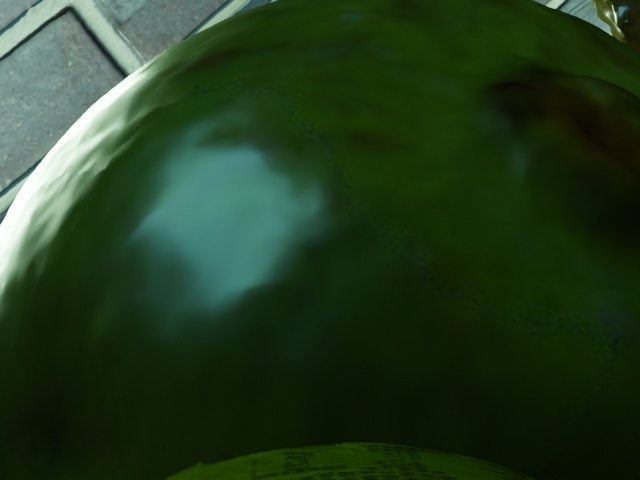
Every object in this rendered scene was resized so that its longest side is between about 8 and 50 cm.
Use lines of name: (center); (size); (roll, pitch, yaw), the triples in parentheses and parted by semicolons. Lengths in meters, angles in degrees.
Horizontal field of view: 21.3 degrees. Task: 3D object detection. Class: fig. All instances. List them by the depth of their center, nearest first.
fig: (0.001, 0.070, 0.542); (0.326, 0.258, 0.258); (-44, 7, 40)

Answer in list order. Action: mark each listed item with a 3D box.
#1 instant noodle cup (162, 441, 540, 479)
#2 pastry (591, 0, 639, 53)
instant noodle cup: (0.009, 0.155, 0.277); (0.264, 0.264, 0.200); (-38, 6, 1)
pastry: (0.187, -0.113, 0.783); (0.103, 0.188, 0.188); (-31, 16, 16)
